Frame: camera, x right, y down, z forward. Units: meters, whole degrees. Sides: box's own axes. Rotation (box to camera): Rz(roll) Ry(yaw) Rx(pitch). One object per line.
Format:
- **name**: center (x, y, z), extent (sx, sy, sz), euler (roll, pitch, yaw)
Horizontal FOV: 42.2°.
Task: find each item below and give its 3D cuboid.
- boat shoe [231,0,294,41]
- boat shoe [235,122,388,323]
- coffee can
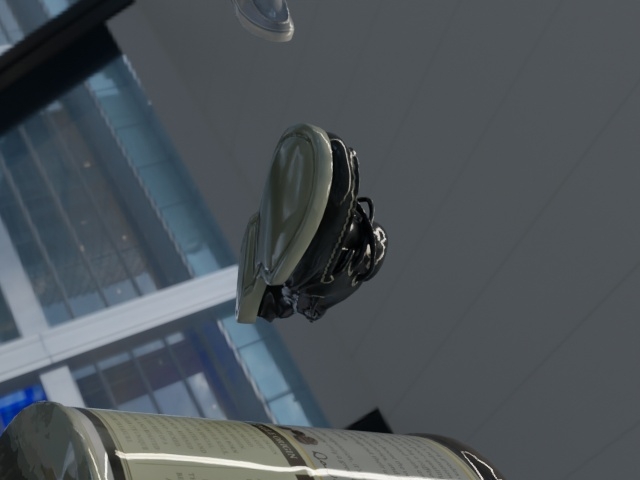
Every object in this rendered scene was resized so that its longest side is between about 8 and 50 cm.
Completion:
- **boat shoe**: center (-0.081, -0.332, 1.091), extent (0.063, 0.066, 0.184), euler (107, -30, -44)
- **boat shoe**: center (0.000, 0.004, 0.727), extent (0.340, 0.113, 0.127), euler (119, -25, -62)
- **coffee can**: center (-0.038, 0.202, 0.467), extent (0.201, 0.275, 0.202), euler (-24, -120, 48)
